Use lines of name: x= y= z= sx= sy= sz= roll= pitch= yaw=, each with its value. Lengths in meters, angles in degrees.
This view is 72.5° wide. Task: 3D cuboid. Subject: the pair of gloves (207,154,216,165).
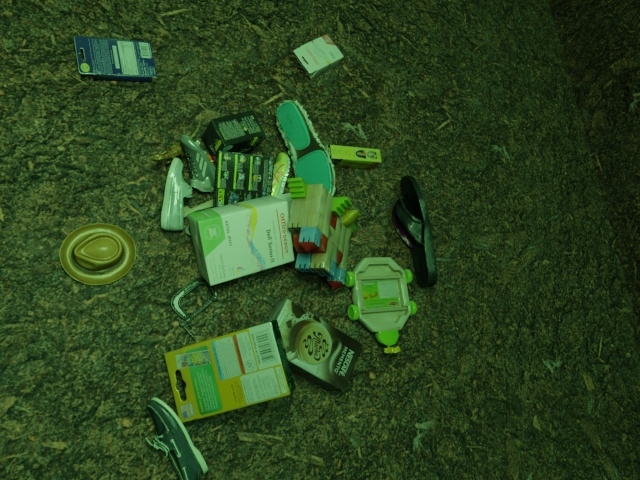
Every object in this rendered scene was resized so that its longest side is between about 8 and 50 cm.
pair of gloves: x=-0.370 y=-0.247 z=1.456 sx=0.074 sy=0.010 sz=0.083 roll=15 pitch=71 yaw=-24

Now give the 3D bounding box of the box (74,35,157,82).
box: x=-0.654 y=-0.579 z=1.399 sx=0.226 sy=0.036 sz=0.136 roll=-8 pitch=78 yaw=-29

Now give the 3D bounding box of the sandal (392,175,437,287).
sandal: x=0.348 y=-0.041 z=1.666 sx=0.107 sy=0.167 sz=0.444 roll=-7 pitch=78 yaw=-9

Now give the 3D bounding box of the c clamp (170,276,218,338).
c clamp: x=-0.375 y=0.194 z=1.323 sx=0.137 sy=0.022 sz=0.160 roll=44 pitch=63 yaw=-3

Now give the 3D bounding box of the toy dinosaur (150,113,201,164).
toy dinosaur: x=-0.438 y=-0.293 z=1.378 sx=0.064 sy=0.112 sz=0.211 roll=43 pitch=61 yaw=-8

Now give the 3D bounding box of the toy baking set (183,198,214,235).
toy baking set: x=-0.324 y=-0.060 z=1.412 sx=0.256 sy=0.030 sz=0.196 roll=39 pitch=63 yaw=-11

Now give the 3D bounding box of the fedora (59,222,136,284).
fedora: x=-0.617 y=0.030 z=1.217 sx=0.195 sy=0.079 sz=0.194 roll=7 pitch=72 yaw=-23

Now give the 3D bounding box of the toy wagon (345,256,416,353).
toy wagon: x=0.218 y=0.232 z=1.571 sx=0.268 sy=0.068 sz=0.343 roll=0 pitch=76 yaw=-26

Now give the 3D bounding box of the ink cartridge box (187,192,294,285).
ink cartridge box: x=-0.207 y=-0.016 z=1.361 sx=0.354 sy=0.119 sz=0.206 roll=-17 pitch=112 yaw=-28

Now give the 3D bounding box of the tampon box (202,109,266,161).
tampon box: x=-0.289 y=-0.347 z=1.456 sx=0.161 sy=0.120 sz=0.101 roll=-25 pitch=86 yaw=-34

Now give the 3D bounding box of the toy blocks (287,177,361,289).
toy blocks: x=0.000 y=0.000 z=1.418 sx=0.381 sy=0.191 sz=0.260 roll=44 pitch=50 yaw=-58

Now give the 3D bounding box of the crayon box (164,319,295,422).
crayon box: x=-0.255 y=0.366 z=1.233 sx=0.323 sy=0.083 sz=0.202 roll=-17 pitch=82 yaw=6

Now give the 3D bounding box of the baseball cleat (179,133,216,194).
baseball cleat: x=-0.386 y=-0.227 z=1.367 sx=0.109 sy=0.072 sz=0.206 roll=-51 pitch=130 yaw=-16

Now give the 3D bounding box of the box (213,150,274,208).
box: x=-0.246 y=-0.184 z=1.405 sx=0.184 sy=0.045 sz=0.190 roll=1 pitch=98 yaw=-24

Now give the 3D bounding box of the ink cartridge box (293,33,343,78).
ink cartridge box: x=-0.018 y=-0.723 z=1.732 sx=0.198 sy=0.067 sz=0.115 roll=-38 pitch=93 yaw=-31

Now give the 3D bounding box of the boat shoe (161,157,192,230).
boat shoe: x=-0.435 y=-0.139 z=1.344 sx=0.081 sy=0.079 sz=0.227 roll=8 pitch=84 yaw=-14

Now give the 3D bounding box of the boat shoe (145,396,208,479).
boat shoe: x=-0.400 y=0.542 z=1.170 sx=0.079 sy=0.095 sz=0.254 roll=-35 pitch=101 yaw=-41

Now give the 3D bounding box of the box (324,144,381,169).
box: x=0.112 y=-0.317 z=1.668 sx=0.233 sy=0.087 sz=0.058 roll=-1 pitch=78 yaw=-27

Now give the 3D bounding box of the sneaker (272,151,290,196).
sneaker: x=-0.165 y=-0.220 z=1.508 sx=0.094 sy=0.081 sz=0.208 roll=18 pitch=69 yaw=-18

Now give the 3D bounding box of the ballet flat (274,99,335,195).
ballet flat: x=-0.038 y=-0.311 z=1.568 sx=0.147 sy=0.147 sz=0.408 roll=-16 pitch=83 yaw=-29

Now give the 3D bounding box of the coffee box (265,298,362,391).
coffee box: x=-0.037 y=0.335 z=1.386 sx=0.297 sy=0.119 sz=0.168 roll=33 pitch=63 yaw=-14
